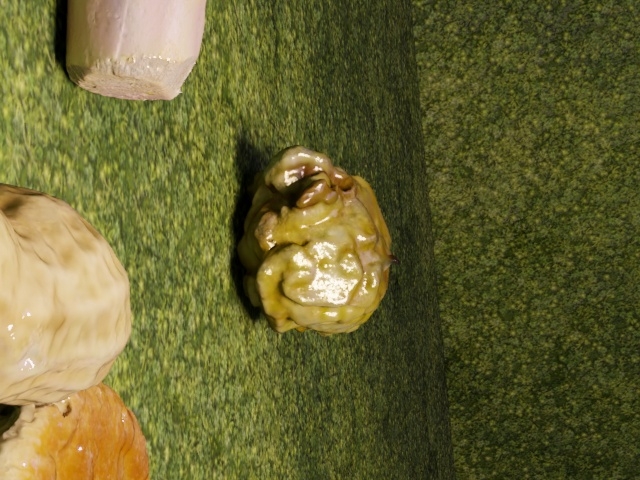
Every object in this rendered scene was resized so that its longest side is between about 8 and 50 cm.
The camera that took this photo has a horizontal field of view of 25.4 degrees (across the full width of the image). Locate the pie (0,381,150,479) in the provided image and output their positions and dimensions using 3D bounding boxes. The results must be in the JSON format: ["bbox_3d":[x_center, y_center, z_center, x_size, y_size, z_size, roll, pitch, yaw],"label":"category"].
[{"bbox_3d":[-0.195,0.257,1.047,0.339,0.083,0.339,-1,90,-75],"label":"pie"}]

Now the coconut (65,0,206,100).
[{"bbox_3d":[-0.155,-0.184,1.189,0.116,0.116,0.122,30,64,-76],"label":"coconut"}]

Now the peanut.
[{"bbox_3d":[-0.214,0.031,0.874,0.305,0.147,0.147,15,74,-73],"label":"peanut"}]

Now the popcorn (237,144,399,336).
[{"bbox_3d":[0.000,0.000,1.703,0.266,0.192,0.233,82,13,-49],"label":"popcorn"}]
